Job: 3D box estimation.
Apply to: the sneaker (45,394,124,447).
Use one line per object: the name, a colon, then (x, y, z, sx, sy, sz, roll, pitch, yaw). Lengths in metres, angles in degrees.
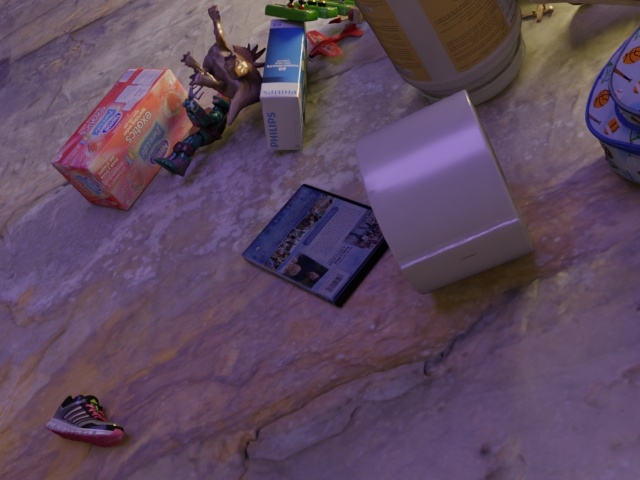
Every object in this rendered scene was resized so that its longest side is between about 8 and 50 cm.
sneaker: (-0.378, 0.288, 1.282, 0.170, 0.063, 0.075, -3, 57, 39)

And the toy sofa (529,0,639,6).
toy sofa: (0.476, -0.469, 1.216, 0.362, 0.150, 0.177, 2, 47, -7)

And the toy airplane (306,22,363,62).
toy airplane: (0.028, -0.438, 1.715, 0.151, 0.028, 0.151, -18, 45, 19)

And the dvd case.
dvd case: (0.000, 0.000, 1.328, 0.253, 0.022, 0.180, 23, 66, 45)

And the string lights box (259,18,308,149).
string lights box: (-0.070, -0.315, 1.576, 0.076, 0.133, 0.260, 0, 48, 3)

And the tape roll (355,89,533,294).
tape roll: (0.175, -0.066, 1.101, 0.169, 0.246, 0.246, -23, 42, 14)

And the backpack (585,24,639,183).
backpack: (0.490, -0.182, 1.038, 0.277, 0.213, 0.263, -52, 33, -14)

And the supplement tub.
supplement tub: (0.196, -0.406, 1.327, 0.241, 0.331, 0.241, -20, 47, 23)

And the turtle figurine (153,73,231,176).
turtle figurine: (-0.259, -0.249, 1.662, 0.234, 0.118, 0.175, -59, 10, -7)

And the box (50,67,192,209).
box: (-0.424, -0.229, 1.740, 0.154, 0.142, 0.300, 10, 58, 40)

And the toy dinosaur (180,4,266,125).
toy dinosaur: (-0.169, -0.339, 1.611, 0.127, 0.200, 0.296, -39, 53, 17)

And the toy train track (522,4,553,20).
toy train track: (0.391, -0.426, 1.467, 0.083, 0.014, 0.048, -5, 49, 31)

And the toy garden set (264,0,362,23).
toy garden set: (0.040, -0.493, 1.644, 0.203, 0.049, 0.244, 20, 30, 33)

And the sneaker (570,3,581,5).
sneaker: (0.527, -0.476, 1.381, 0.192, 0.064, 0.086, -36, 36, -4)
